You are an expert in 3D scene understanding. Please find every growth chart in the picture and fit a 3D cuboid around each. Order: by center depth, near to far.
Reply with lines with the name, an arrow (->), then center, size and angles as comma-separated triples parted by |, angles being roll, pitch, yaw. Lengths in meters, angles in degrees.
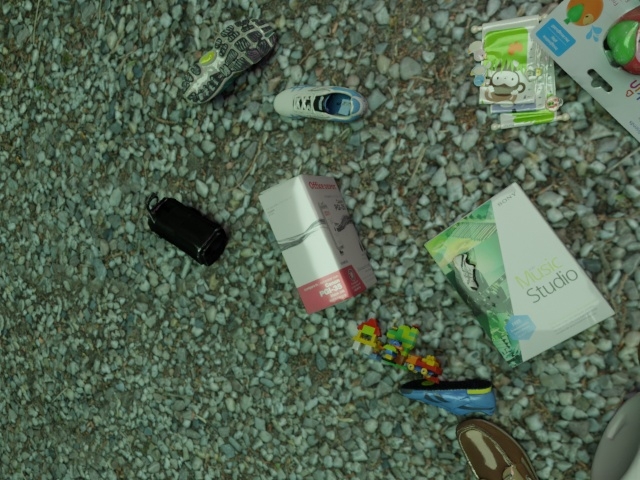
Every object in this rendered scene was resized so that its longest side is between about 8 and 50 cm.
growth chart -> 0.399, -0.343, 1.015 | 0.172, 0.021, 0.237 | -9, 91, 24

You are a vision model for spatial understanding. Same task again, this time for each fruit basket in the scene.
fruit basket -> 0.590, -0.353, 0.794 | 0.327, 0.165, 0.353 | 40, 130, -9

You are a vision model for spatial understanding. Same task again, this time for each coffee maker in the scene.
coffee maker -> -0.350, -0.023, 1.282 | 0.178, 0.171, 0.120 | 29, 89, 16

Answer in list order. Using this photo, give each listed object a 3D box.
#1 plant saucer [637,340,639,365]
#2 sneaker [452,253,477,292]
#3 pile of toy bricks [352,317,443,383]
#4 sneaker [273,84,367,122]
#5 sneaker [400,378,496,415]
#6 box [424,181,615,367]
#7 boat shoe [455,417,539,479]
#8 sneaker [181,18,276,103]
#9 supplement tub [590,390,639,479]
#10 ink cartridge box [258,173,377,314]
plant saucer -> 0.717, 0.225, 0.932 | 0.198, 0.036, 0.198 | 2, 97, 22
sneaker -> 0.309, 0.067, 1.028 | 0.037, 0.032, 0.083 | -31, 84, 24
pile of toy bricks -> 0.191, 0.238, 1.131 | 0.212, 0.118, 0.105 | 13, 72, 37
sneaker -> -0.009, -0.322, 1.154 | 0.237, 0.086, 0.085 | 8, 100, 23
sneaker -> 0.283, 0.359, 1.111 | 0.209, 0.069, 0.082 | -5, 97, 23
box -> 0.405, 0.072, 1.035 | 0.232, 0.058, 0.322 | -38, 79, 22
boat shoe -> 0.407, 0.529, 1.049 | 0.123, 0.116, 0.324 | -43, 79, 21
sneaker -> -0.230, -0.442, 1.224 | 0.275, 0.110, 0.107 | -37, 98, 4
supplement tub -> 0.686, 0.443, 0.856 | 0.331, 0.241, 0.241 | 28, 105, 18
ink cartridge box -> 0.000, 0.000, 1.116 | 0.117, 0.207, 0.283 | -24, 86, 22
